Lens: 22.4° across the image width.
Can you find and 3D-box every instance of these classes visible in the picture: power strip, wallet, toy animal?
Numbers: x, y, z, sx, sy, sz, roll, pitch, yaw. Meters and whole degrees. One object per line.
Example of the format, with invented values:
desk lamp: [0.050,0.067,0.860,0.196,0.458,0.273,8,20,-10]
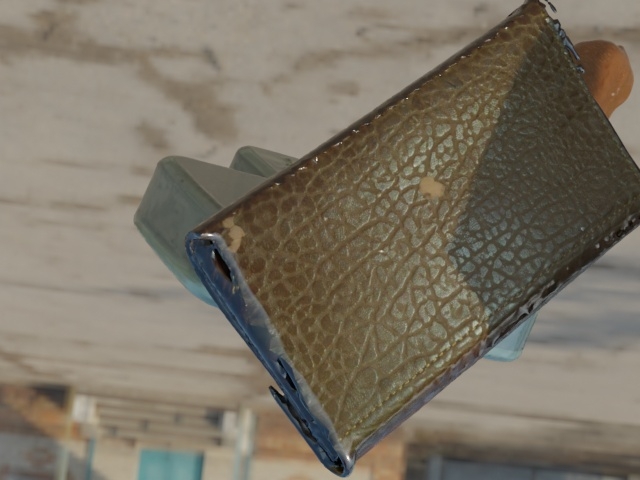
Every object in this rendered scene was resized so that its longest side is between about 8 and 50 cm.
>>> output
power strip: [0.000,0.001,1.056,0.265,0.059,0.193,13,-161,-35]
wallet: [0.057,-0.009,0.783,0.243,0.133,0.039,-37,-174,-30]
toy animal: [0.240,-0.105,1.554,0.157,0.312,0.097,-5,141,38]
